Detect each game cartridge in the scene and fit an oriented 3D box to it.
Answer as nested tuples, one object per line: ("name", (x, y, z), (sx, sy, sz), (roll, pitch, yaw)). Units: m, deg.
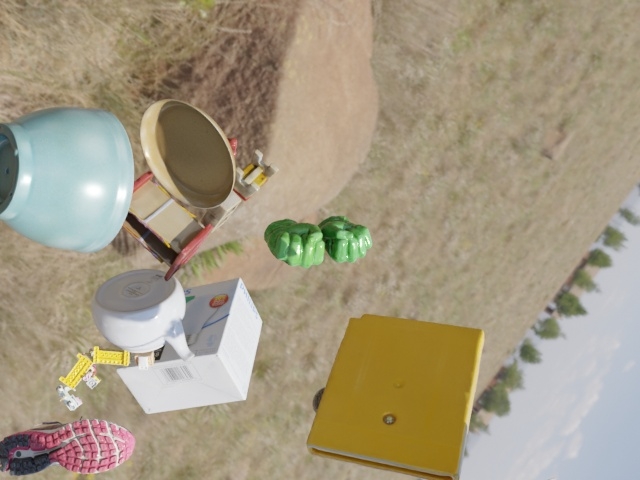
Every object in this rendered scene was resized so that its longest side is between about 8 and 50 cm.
("game cartridge", (0.155, 0.292, 1.320), (0.052, 0.286, 0.323), (77, 27, -42))

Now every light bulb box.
("light bulb box", (-0.413, 0.340, 2.218), (0.361, 0.358, 0.225), (-83, 157, -53))

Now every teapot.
("teapot", (-0.469, 0.204, 1.764), (0.253, 0.256, 0.187), (-8, 120, -10))

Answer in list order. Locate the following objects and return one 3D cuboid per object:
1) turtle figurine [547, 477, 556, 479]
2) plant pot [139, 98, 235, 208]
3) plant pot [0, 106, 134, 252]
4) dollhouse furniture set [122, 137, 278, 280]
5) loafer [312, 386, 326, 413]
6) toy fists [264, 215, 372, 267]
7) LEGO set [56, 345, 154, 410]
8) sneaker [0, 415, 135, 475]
("turtle figurine", (0.435, 0.607, 1.259), (0.275, 0.266, 0.197), (-28, 148, -1))
("plant pot", (-0.259, -0.174, 1.348), (0.032, 0.236, 0.236), (-44, 160, -44))
("plant pot", (-0.525, -0.123, 1.288), (0.196, 0.293, 0.293), (2, 123, -51))
("dollhouse furniture set", (-0.303, -0.106, 1.626), (0.374, 0.201, 0.152), (-48, -177, -38))
("loafer", (0.116, 0.402, 1.561), (0.092, 0.269, 0.101), (84, 22, -60))
("toy fists", (0.000, 0.000, 1.715), (0.279, 0.142, 0.096), (-4, 124, -29))
("LEGO set", (-0.592, 0.338, 1.859), (0.287, 0.132, 0.107), (-30, -173, 2))
("sneaker", (-0.564, 0.452, 1.523), (0.112, 0.300, 0.120), (9, 78, -86))
